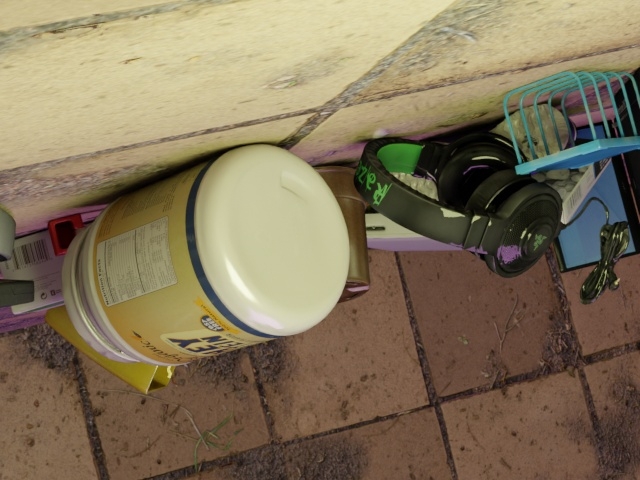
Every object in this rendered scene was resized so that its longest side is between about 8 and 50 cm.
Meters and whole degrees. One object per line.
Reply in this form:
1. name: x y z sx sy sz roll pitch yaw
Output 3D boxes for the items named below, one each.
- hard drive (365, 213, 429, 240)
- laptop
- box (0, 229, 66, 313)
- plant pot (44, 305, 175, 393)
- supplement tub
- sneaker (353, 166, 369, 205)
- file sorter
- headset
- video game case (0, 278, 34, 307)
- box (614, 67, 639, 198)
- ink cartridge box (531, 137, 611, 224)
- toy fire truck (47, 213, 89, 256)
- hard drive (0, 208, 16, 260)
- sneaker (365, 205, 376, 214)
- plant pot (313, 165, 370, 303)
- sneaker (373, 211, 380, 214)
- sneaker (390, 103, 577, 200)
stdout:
1. hard drive: 0.142 -0.012 2.209 0.203 0.040 0.307 -1 175 24
2. laptop: 0.503 -0.093 2.257 0.136 0.234 0.264 -11 176 -45
3. box: -0.379 0.042 1.930 0.101 0.102 0.087 -16 178 12
4. plant pot: -0.286 0.091 2.063 0.187 0.212 0.212 22 177 3
5. supplement tub: -0.146 0.028 1.689 0.316 0.228 0.228 -18 174 43
6. sneaker: 0.104 -0.079 2.124 0.214 0.083 0.084 -12 178 -7
7. file sorter: 0.325 -0.152 1.751 0.118 0.105 0.170 -17 175 37
8. headset: 0.227 -0.024 1.825 0.394 0.185 0.243 10 -156 -18
9. video game case: -0.543 0.069 1.744 0.248 0.035 0.275 2 -176 27
10. box: 0.538 -0.091 1.870 0.178 0.313 0.343 -15 177 3
11. ink cartridge box: 0.304 -0.097 2.085 0.208 0.045 0.206 7 -146 30
12. toy fire truck: -0.276 -0.016 1.896 0.192 0.047 0.135 -14 174 -17
13. hard drive: -0.438 0.007 1.583 0.171 0.054 0.255 -14 176 -4
14. sneaker: 0.020 -0.066 2.222 0.188 0.067 0.078 -13 -170 2
15. plant pot: 0.000 0.000 1.999 0.166 0.165 0.167 -9 162 -3
16. sneaker: 0.163 -0.081 2.335 0.095 0.090 0.235 -35 167 38
17. sneaker: 0.237 -0.112 2.004 0.293 0.102 0.146 -16 176 25
